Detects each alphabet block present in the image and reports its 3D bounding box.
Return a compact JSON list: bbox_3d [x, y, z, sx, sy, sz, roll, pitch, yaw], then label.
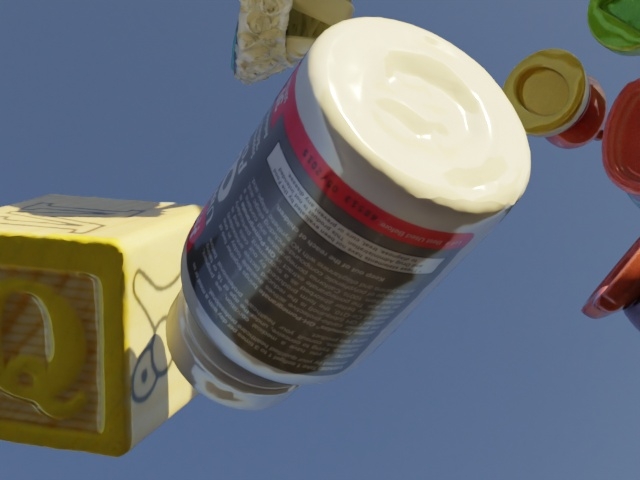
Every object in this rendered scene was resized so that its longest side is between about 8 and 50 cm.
[{"bbox_3d":[-0.219,0.067,1.029,0.193,0.197,0.192,3,-80,16],"label":"alphabet block"}]

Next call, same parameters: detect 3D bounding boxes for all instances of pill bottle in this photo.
[{"bbox_3d":[0.000,0.000,0.854,0.176,0.176,0.318,14,-42,-24],"label":"pill bottle"}]

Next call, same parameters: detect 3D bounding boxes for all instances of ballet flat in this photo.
[{"bbox_3d":[-0.024,-0.267,1.181,0.147,0.409,0.147,1,-108,-4],"label":"ballet flat"}]

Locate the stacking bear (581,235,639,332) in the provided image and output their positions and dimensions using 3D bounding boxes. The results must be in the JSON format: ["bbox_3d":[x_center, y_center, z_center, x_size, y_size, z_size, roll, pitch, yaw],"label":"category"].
[{"bbox_3d":[0.465,0.104,1.268,0.289,0.175,0.164,39,-91,9],"label":"stacking bear"}]

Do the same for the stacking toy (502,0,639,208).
[{"bbox_3d":[0.420,-0.189,1.429,0.130,0.309,0.279,28,-78,-48],"label":"stacking toy"}]
